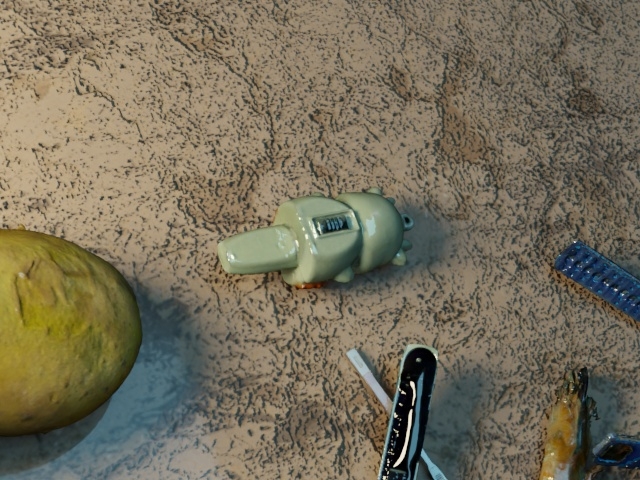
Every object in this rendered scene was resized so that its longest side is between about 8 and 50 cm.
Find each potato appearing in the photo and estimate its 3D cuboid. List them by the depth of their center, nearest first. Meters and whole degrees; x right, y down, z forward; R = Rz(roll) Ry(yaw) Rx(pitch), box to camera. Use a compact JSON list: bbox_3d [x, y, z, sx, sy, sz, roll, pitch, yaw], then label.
[{"bbox_3d":[-0.309,0.091,1.289,0.266,0.229,0.229,8,64,-33],"label":"potato"}]

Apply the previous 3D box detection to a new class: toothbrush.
[{"bbox_3d":[0.088,0.204,1.466,0.014,0.017,0.194,-33,81,-16],"label":"toothbrush"}]

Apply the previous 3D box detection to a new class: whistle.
[{"bbox_3d":[0.001,0.000,1.477,0.253,0.106,0.102,-12,41,-30],"label":"whistle"}]

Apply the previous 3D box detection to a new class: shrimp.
[{"bbox_3d":[0.327,0.255,1.510,0.152,0.046,0.219,15,62,-13],"label":"shrimp"}]

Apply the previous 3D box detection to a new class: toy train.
[{"bbox_3d":[0.093,0.217,1.429,0.043,0.047,0.207,11,74,7],"label":"toy train"}]

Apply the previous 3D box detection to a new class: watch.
[{"bbox_3d":[0.421,0.151,1.567,0.274,0.068,0.276,10,56,-21],"label":"watch"}]
